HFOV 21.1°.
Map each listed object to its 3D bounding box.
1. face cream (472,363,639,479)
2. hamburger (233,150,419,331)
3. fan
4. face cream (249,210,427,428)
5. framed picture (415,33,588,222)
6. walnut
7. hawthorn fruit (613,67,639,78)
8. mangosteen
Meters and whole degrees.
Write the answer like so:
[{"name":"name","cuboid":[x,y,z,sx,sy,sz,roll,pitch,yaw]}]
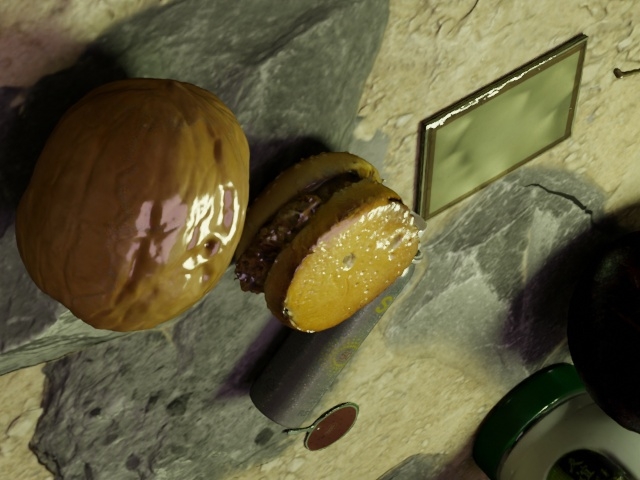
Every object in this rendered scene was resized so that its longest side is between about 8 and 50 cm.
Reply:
[{"name":"face cream","cuboid":[0.404,0.368,2.425,0.312,0.357,0.219,-47,149,7]},{"name":"hamburger","cuboid":[-0.006,0.000,1.718,0.191,0.118,0.182,-30,145,-27]},{"name":"fan","cuboid":[0.000,0.234,2.135,0.133,0.005,0.085,1,130,-51]},{"name":"face cream","cuboid":[0.024,0.084,1.902,0.073,0.073,0.283,7,124,-53]},{"name":"framed picture","cuboid":[0.201,-0.121,1.909,0.231,0.010,0.173,-29,148,-22]},{"name":"walnut","cuboid":[-0.154,-0.035,1.442,0.195,0.195,0.222,-8,128,-44]},{"name":"hawthorn fruit","cuboid":[0.446,-0.220,1.941,0.285,0.165,0.165,-27,147,-14]},{"name":"mangosteen","cuboid":[0.474,0.132,2.268,0.300,0.300,0.300,-30,148,-21]}]
